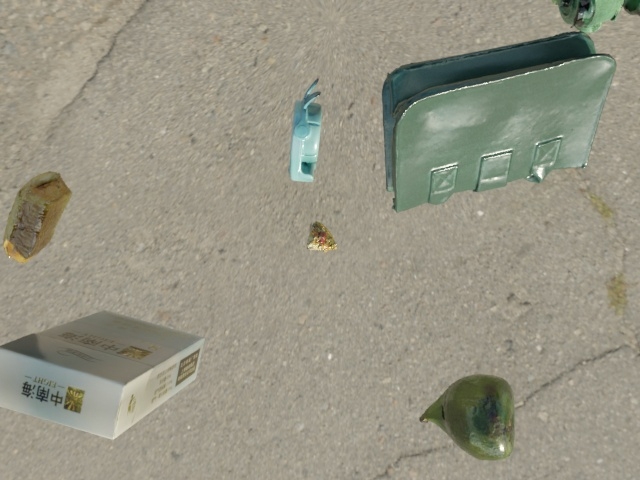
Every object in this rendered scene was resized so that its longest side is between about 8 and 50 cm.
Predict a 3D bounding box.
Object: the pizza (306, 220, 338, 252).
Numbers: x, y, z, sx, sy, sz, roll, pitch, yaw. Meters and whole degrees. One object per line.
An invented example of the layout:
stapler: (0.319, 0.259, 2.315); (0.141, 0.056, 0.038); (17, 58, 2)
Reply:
pizza: (0.001, 0.000, 1.534); (0.083, 0.078, 0.025); (52, 142, -6)

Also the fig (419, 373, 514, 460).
fig: (0.336, 0.409, 1.563); (0.236, 0.203, 0.203); (-2, 110, 25)

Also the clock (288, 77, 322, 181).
clock: (-0.022, -0.172, 1.025); (0.045, 0.108, 0.147); (5, 125, -4)

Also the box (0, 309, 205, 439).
box: (-0.254, 0.150, 0.797); (0.156, 0.243, 0.067); (12, 95, 8)

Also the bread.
bread: (-0.394, -0.032, 0.917); (0.053, 0.074, 0.132); (34, 122, -1)

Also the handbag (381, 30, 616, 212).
handbag: (0.252, -0.170, 0.982); (0.327, 0.089, 0.238); (-14, 139, -6)

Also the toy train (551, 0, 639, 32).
toy train: (0.444, -0.498, 1.011); (0.151, 0.369, 0.237); (-6, 65, 2)
